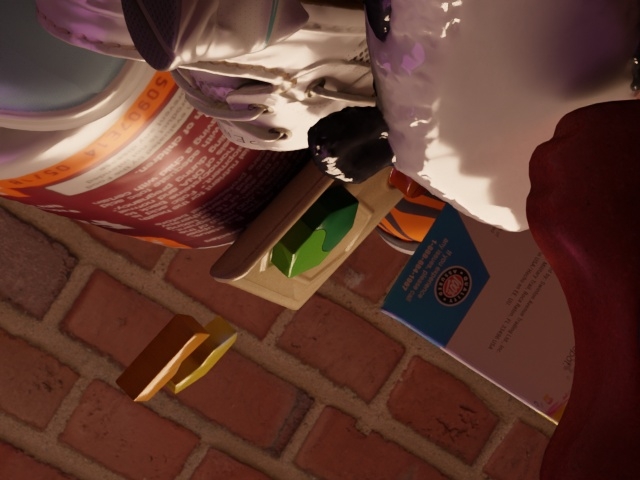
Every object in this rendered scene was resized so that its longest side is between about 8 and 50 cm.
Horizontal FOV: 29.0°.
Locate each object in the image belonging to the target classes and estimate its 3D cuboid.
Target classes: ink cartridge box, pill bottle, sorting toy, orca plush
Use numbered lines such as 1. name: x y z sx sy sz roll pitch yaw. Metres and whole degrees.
1. ink cartridge box: 0.191 0.044 0.854 0.232 0.171 0.168 34 180 13
2. pill bottle: -0.110 -0.114 0.790 0.224 0.224 0.392 33 -177 21
3. sorting toy: 0.000 0.000 0.855 0.041 0.307 0.229 43 -177 12
4. orca plush: 0.038 -0.102 0.434 0.287 0.151 0.102 28 -145 -55

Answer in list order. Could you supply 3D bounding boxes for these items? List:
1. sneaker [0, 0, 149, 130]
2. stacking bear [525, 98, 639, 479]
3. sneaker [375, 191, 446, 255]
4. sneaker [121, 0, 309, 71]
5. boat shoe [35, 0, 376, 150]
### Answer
1. sneaker: -0.228 -0.158 0.482 0.366 0.135 0.150 32 -175 -12
2. stacking bear: 0.187 0.026 0.326 0.164 0.175 0.289 -2 177 -13
3. sneaker: 0.017 -0.097 1.085 0.180 0.125 0.321 32 -179 -41
4. sneaker: -0.030 -0.133 0.403 0.061 0.152 0.053 -9 -153 -32
5. boat shoe: -0.018 -0.082 0.549 0.098 0.096 0.277 38 -154 30
